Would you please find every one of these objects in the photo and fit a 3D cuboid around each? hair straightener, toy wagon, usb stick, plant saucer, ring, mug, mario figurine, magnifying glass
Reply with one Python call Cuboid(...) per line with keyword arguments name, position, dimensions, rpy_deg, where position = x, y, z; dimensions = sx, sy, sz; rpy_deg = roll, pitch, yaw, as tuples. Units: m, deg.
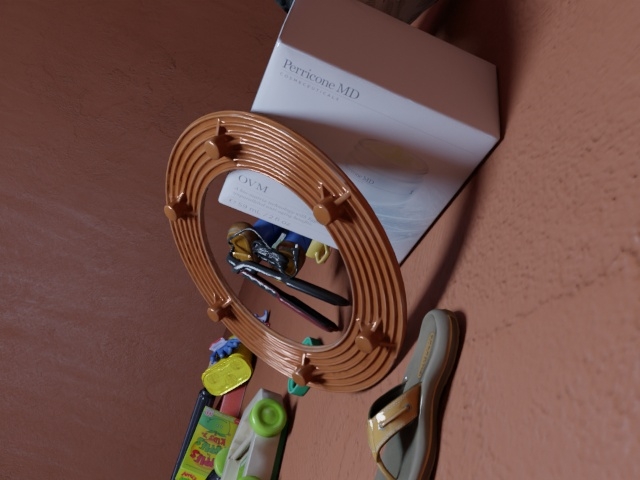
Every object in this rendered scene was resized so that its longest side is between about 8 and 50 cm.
Cuboid(name="hair straightener", position=(-0.052, 0.043, 0.900), dimensions=(0.047, 0.230, 0.089), rpy_deg=(9, -72, -60))
Cuboid(name="toy wagon", position=(-0.133, 0.413, 0.953), dimensions=(0.267, 0.068, 0.345), rpy_deg=(122, 165, -49))
Cuboid(name="usb stick", position=(-0.326, 0.511, 1.562), dimensions=(0.077, 0.045, 0.278), rpy_deg=(-10, -62, -83))
Cuboid(name="plant saucer", position=(-0.269, 0.514, 1.551), dimensions=(0.259, 0.047, 0.259), rpy_deg=(-79, 15, -46))
Cuboid(name="ring", position=(-0.058, 0.028, 0.649), dimensions=(0.032, 0.336, 0.337), rpy_deg=(-38, -13, -39))
Cuboid(name="mug", position=(0.001, -0.003, 1.166), dimensions=(0.062, 0.078, 0.064), rpy_deg=(-31, -14, -48))
Cuboid(name="mario figurine", position=(-0.033, -0.087, 1.050), dimensions=(0.170, 0.198, 0.321), rpy_deg=(-32, 18, 41))
Cuboid(name="magnifying glass", position=(-0.010, 0.178, 0.891), dimensions=(0.231, 0.026, 0.092), rpy_deg=(136, 153, -67))

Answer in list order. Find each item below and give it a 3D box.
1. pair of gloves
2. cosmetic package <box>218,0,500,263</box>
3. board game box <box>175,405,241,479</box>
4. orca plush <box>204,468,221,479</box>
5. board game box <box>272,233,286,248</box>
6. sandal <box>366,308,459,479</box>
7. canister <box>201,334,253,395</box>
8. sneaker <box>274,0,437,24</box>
Cuboid(name="pair of gloves", position=(-0.211, 0.245, 1.585), dimensions=(0.198, 0.023, 0.159), rpy_deg=(-37, 13, -17))
Cuboid(name="cosmetic package", position=(0.036, -0.113, 0.659), dimensions=(0.225, 0.223, 0.138), rpy_deg=(120, 167, -45))
Cuboid(name="board game box", position=(-0.241, 0.455, 1.332), dimensions=(0.181, 0.092, 0.043), rpy_deg=(-76, 11, -62))
Cuboid(name="orca plush", position=(-0.240, 0.528, 1.188), dimensions=(0.151, 0.102, 0.287), rpy_deg=(-80, 14, -48))
Cuboid(name="board game box", position=(-0.070, -0.045, 1.615), dimensions=(0.305, 0.053, 0.193), rpy_deg=(143, 146, -72))
Cuboid(name="sandal", position=(0.065, 0.136, 0.490), dimensions=(0.072, 0.049, 0.180), rpy_deg=(142, 148, -72))
Cuboid(name="canister", position=(-0.235, 0.316, 1.590), dimensions=(0.126, 0.073, 0.170), rpy_deg=(-31, 13, 7))
Cuboid(name="sneaker", position=(0.073, -0.370, 0.815), dimensions=(0.257, 0.169, 0.447), rpy_deg=(-42, 0, 15))
